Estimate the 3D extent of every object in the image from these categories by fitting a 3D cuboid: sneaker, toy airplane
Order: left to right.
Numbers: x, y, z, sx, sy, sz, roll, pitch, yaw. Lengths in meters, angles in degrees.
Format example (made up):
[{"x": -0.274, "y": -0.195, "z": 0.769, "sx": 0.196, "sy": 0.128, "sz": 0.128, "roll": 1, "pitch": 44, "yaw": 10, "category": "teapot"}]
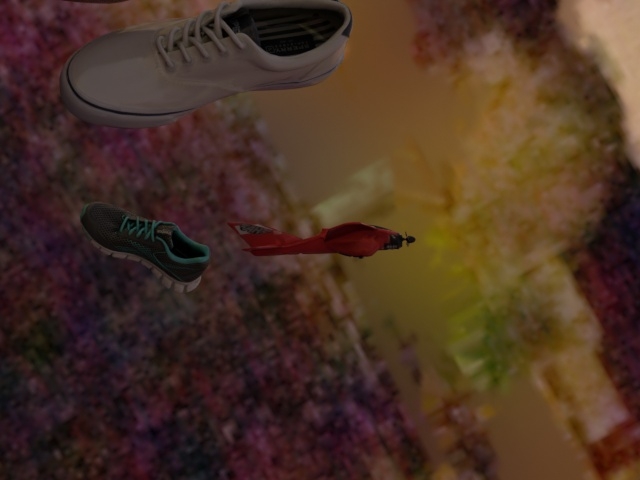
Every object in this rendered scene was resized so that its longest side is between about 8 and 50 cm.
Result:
[{"x": -0.198, "y": -0.005, "z": 1.725, "sx": 0.166, "sy": 0.076, "sz": 0.065, "roll": 28, "pitch": 53, "yaw": -19, "category": "sneaker"}, {"x": -0.094, "y": -0.165, "z": 1.248, "sx": 0.094, "sy": 0.258, "sz": 0.091, "roll": 67, "pitch": -23, "yaw": 17, "category": "sneaker"}, {"x": 0.000, "y": 0.000, "z": 1.172, "sx": 0.151, "sy": 0.151, "sz": 0.028, "roll": 15, "pitch": 76, "yaw": -80, "category": "toy airplane"}]

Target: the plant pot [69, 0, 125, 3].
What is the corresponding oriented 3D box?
[{"x": -0.228, "y": -0.295, "z": 1.181, "sx": 0.188, "sy": 0.205, "sz": 0.205, "roll": -12, "pitch": 72, "yaw": -58, "category": "plant pot"}]
